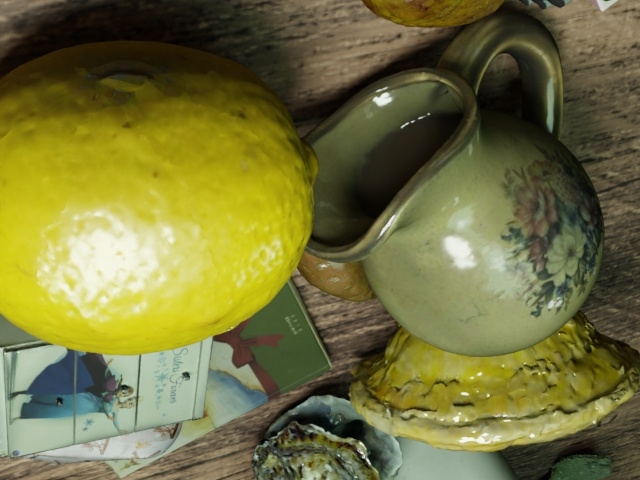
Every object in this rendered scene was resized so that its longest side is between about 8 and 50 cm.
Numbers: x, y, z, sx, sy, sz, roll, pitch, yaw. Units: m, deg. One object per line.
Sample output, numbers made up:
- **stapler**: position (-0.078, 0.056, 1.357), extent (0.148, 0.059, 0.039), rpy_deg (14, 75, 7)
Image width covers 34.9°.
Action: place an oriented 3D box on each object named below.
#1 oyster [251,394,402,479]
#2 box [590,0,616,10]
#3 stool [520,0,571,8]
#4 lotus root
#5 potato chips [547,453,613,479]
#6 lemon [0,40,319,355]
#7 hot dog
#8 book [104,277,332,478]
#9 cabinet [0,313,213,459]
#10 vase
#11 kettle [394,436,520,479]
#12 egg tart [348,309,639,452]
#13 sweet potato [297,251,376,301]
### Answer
- **oyster**: position (-0.006, 0.319, 1.318), extent (0.158, 0.162, 0.351), rpy_deg (-26, 153, -30)
- **box**: position (0.273, -0.290, 0.957), extent (0.089, 0.043, 0.125), rpy_deg (-37, 139, 5)
- **stool**: position (0.234, -0.366, 0.692), extent (0.330, 0.297, 0.297), rpy_deg (-30, 139, -10)
- **lotus root**: position (0.111, -0.227, 0.884), extent (0.191, 0.108, 0.094), rpy_deg (1, 99, -45)
- **potato chips**: position (0.439, 0.432, 1.751), extent (0.167, 0.059, 0.228), rpy_deg (-2, 126, -38)
- **lemon**: position (-0.143, -0.034, 0.803), extent (0.284, 0.260, 0.260), rpy_deg (-13, 137, -40)
- **hot dog**: position (-0.236, 0.186, 1.065), extent (0.191, 0.059, 0.108), rpy_deg (12, 109, -32)
- **book**: position (-0.139, 0.152, 1.153), extent (0.289, 0.026, 0.201), rpy_deg (-28, 138, -4)
- **cabinet**: position (-0.223, 0.091, 0.952), extent (0.206, 0.150, 0.145), rpy_deg (-9, 134, -23)
- **vase**: position (0.143, -0.071, 0.984), extent (0.302, 0.241, 0.329), rpy_deg (39, 73, -42)
- **kettle**: position (0.200, 0.381, 1.358), extent (0.265, 0.318, 0.205), rpy_deg (22, 116, -44)
- **egg tart**: position (0.196, 0.131, 1.173), extent (0.341, 0.341, 0.132), rpy_deg (-12, 101, -21)
- **sweet potato**: position (-0.002, 0.000, 1.053), extent (0.075, 0.075, 0.269), rpy_deg (-34, 132, 3)
